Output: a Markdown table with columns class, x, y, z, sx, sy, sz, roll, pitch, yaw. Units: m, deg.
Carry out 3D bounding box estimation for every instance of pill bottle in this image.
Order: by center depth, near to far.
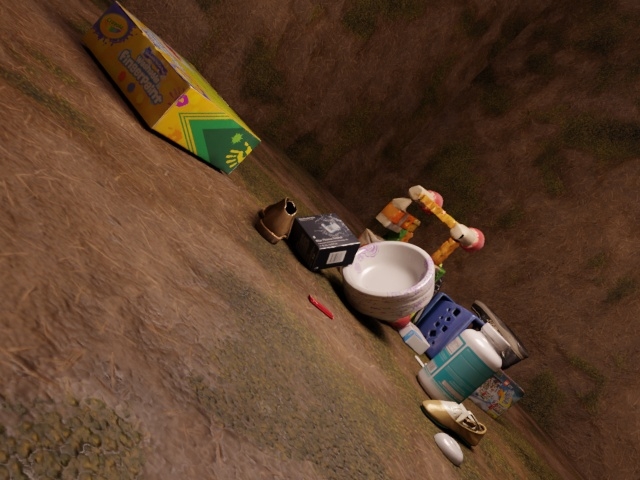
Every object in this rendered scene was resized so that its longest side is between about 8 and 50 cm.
| class | x | y | z | sx | sy | sz | roll | pitch | yaw |
| --- | --- | --- | --- | --- | --- | --- | --- | --- | --- |
| pill bottle | 0.422 | 0.361 | 1.596 | 0.146 | 0.264 | 0.146 | 44 | 9 | -9 |

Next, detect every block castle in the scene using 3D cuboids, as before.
| class | x | y | z | sx | sy | sz | roll | pitch | yaw |
| --- | --- | --- | --- | --- | --- | --- | --- | --- | --- |
| block castle | 0.316 | 0.057 | 1.936 | 0.303 | 0.453 | 0.213 | 49 | 16 | 32 |

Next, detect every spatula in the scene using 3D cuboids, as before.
| class | x | y | z | sx | sy | sz | roll | pitch | yaw |
| --- | --- | --- | --- | --- | --- | --- | --- | --- | --- |
| spatula | 0.403 | 0.476 | 1.790 | 0.168 | 0.019 | 0.242 | 37 | 12 | -41 |

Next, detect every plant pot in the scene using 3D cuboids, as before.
| class | x | y | z | sx | sy | sz | roll | pitch | yaw |
| --- | --- | --- | --- | --- | --- | --- | --- | --- | --- |
| plant pot | 0.498 | 0.354 | 2.137 | 0.236 | 0.236 | 0.212 | 37 | 5 | -45 |

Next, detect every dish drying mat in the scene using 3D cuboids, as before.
| class | x | y | z | sx | sy | sz | roll | pitch | yaw |
| --- | --- | --- | --- | --- | --- | --- | --- | --- | --- |
| dish drying mat | 0.001 | 0.167 | 1.377 | 0.083 | 0.008 | 0.032 | 41 | 9 | -25 |

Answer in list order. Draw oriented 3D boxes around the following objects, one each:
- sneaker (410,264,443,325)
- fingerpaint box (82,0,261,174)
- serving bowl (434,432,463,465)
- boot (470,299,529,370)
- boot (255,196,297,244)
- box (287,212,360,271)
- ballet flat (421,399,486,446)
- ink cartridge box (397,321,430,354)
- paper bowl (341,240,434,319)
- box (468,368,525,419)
| class | x | y | z | sx | sy | sz | roll | pitch | yaw |
| --- | --- | --- | --- | --- | --- | --- | --- | --- | --- |
| sneaker | 0.370 | 0.194 | 2.104 | 0.121 | 0.300 | 0.111 | 31 | -14 | 28 |
| fingerpaint box | -0.439 | -0.442 | 1.634 | 0.445 | 0.163 | 0.371 | 49 | 8 | 25 |
| serving bowl | 0.302 | 0.479 | 1.272 | 0.083 | 0.027 | 0.083 | 43 | 8 | -8 |
| boot | 0.667 | 0.441 | 2.303 | 0.138 | 0.284 | 0.377 | 39 | 12 | -32 |
| boot | -0.111 | -0.074 | 1.629 | 0.112 | 0.115 | 0.305 | 42 | 8 | -9 |
| box | 0.009 | 0.002 | 1.679 | 0.156 | 0.093 | 0.158 | -8 | 43 | -34 |
| ballet flat | 0.354 | 0.463 | 1.437 | 0.232 | 0.073 | 0.080 | 40 | 10 | -30 |
| ink cartridge box | 0.326 | 0.339 | 1.959 | 0.088 | 0.052 | 0.122 | 41 | 8 | -24 |
| paper bowl | 0.212 | 0.137 | 1.714 | 0.284 | 0.284 | 0.148 | -124 | -159 | -52 |
| box | 0.644 | 0.561 | 2.058 | 0.233 | 0.159 | 0.044 | 41 | 9 | -26 |
